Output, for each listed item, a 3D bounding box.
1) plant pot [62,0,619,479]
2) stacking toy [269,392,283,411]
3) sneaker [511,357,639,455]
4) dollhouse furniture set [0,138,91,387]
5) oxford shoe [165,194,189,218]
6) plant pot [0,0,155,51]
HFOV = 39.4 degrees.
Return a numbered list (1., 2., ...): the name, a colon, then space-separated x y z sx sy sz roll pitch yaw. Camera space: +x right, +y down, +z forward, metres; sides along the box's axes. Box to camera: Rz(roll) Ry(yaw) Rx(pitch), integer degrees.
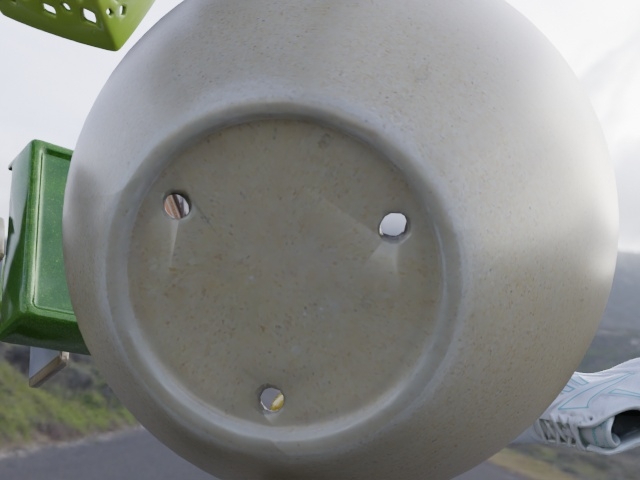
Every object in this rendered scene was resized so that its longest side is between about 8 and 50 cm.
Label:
1. plant pot: 0.000 0.000 0.404 0.284 0.284 0.191 10 8 8
2. stacking toy: 0.012 0.159 0.669 0.141 0.330 0.141 6 -21 2
3. sneaker: 0.182 0.122 0.630 0.152 0.053 0.061 -16 22 24
4. dollhouse furniture set: -0.309 0.017 0.646 0.302 0.151 0.198 16 -37 -38
5. oxford shoe: -0.095 -0.035 1.000 0.130 0.363 0.133 23 -52 -30
6. plant pot: -0.374 -0.459 1.360 0.227 0.228 0.207 19 -25 14
